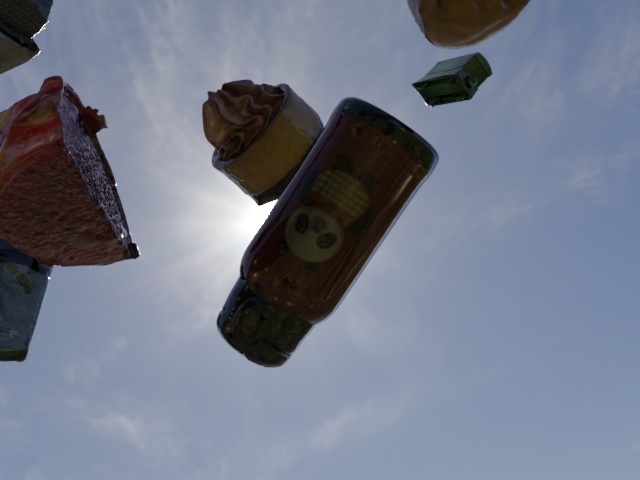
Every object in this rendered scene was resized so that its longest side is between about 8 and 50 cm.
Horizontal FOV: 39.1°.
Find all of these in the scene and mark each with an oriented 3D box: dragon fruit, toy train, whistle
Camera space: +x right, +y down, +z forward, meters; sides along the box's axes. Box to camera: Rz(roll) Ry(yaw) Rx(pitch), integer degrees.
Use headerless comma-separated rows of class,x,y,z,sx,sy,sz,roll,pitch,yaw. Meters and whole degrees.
dragon fruit,-0.302,-0.078,1.007,0.126,0.161,0.274,-13,-29,1
toy train,0.152,-0.186,1.041,0.038,0.056,0.093,51,-22,-21
whistle,-0.566,0.071,1.598,0.168,0.405,0.188,16,-84,-21

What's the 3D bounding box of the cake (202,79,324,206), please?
cake,-0.112,-0.183,1.485,0.185,0.207,0.178,-40,-55,21

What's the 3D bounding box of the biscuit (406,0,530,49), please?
biscuit,0.125,-0.253,0.489,0.275,0.052,0.355,-21,-32,-6

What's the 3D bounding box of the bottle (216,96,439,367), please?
bottle,0.000,0.000,1.099,0.144,0.144,0.336,31,-88,-47

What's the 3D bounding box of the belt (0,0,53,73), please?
belt,-0.346,-0.183,0.785,0.231,0.139,0.126,-26,-29,12
